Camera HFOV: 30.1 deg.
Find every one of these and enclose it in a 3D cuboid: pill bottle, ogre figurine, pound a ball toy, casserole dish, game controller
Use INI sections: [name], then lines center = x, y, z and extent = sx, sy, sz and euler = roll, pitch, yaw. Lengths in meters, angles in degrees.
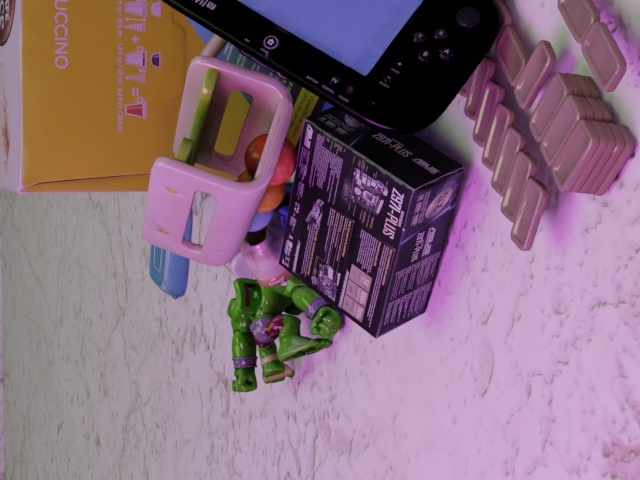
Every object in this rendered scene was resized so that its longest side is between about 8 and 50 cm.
[pill bottle]
center = -0.114, 0.021, 1.623
extent = 0.083, 0.043, 0.043
euler = -141, 54, -58
[ogre figurine]
center = -0.054, 0.098, 1.442
extent = 0.197, 0.097, 0.118
euler = 126, 130, -58
[pound a ball toy]
center = -0.086, -0.112, 1.245
extent = 0.319, 0.135, 0.208
euler = 124, 164, -70
[casserole dish]
center = -0.243, 0.002, 1.907
extent = 0.114, 0.037, 0.188
euler = 33, 119, 60
[game controller]
center = -0.004, -0.219, 1.068
extent = 0.319, 0.166, 0.067
euler = 32, 155, 14

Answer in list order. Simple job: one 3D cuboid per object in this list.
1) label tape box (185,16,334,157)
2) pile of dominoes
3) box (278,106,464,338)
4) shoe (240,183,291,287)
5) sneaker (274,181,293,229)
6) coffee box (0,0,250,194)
[label tape box]
center = -0.004, -0.245, 1.281
extent = 0.348, 0.115, 0.249
euler = 53, 141, 21
[pile of dominoes]
center = 0.190, -0.138, 1.014
extent = 0.251, 0.040, 0.196
euler = -103, 26, -42
[box]
center = 0.046, -0.022, 1.174
extent = 0.147, 0.077, 0.180
euler = 36, 132, 32
[shoe]
center = -0.069, -0.029, 1.449
extent = 0.076, 0.058, 0.219
euler = -31, 32, 11
[sneaker]
center = 0.000, 0.000, 1.342
extent = 0.209, 0.082, 0.069
euler = 54, 136, 49
[coffee box]
center = -0.277, -0.239, 1.617
extent = 0.334, 0.338, 0.338
euler = -167, 77, -64
